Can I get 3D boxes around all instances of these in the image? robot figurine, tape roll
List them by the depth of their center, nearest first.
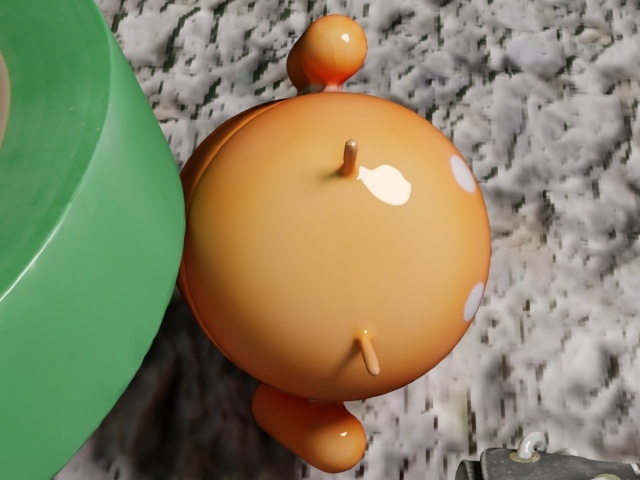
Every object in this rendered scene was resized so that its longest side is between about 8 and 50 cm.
[{"bbox_3d":[-0.214,0.010,0.671,0.321,0.077,0.321,-13,41,12],"label":"tape roll"},{"bbox_3d":[0.001,0.002,0.732,0.128,0.158,0.219,38,-3,-8],"label":"robot figurine"}]

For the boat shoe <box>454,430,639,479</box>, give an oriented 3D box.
[{"bbox_3d":[0.081,0.127,0.644,0.335,0.121,0.119,-15,50,-22],"label":"boat shoe"}]
